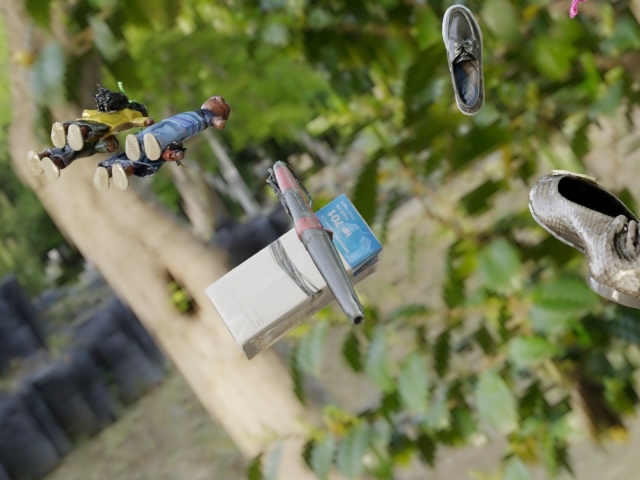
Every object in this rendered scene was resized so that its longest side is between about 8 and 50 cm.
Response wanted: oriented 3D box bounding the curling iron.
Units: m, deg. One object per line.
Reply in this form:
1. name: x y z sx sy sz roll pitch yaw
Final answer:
1. curling iron: 0.000 0.000 1.989 0.035 0.068 0.274 -36 39 4

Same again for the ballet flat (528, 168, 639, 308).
1. ballet flat: 0.208 -0.014 1.351 0.250 0.084 0.058 -101 24 -73

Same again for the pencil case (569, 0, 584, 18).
1. pencil case: 0.306 -0.334 1.846 0.236 0.104 0.104 -41 3 -3

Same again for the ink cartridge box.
1. ink cartridge box: -0.028 0.043 2.087 0.190 0.082 0.139 -33 -9 -5

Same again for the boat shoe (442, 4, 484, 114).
1. boat shoe: 0.183 -0.229 2.335 0.049 0.142 0.040 -10 -4 6

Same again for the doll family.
1. doll family: -0.160 -0.091 1.618 0.193 0.076 0.111 15 25 34
